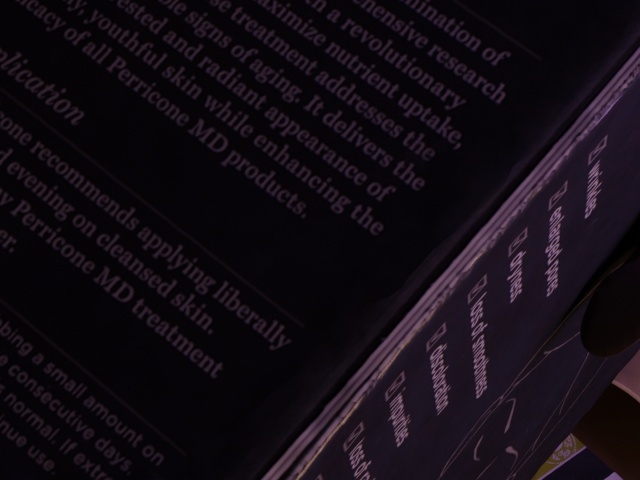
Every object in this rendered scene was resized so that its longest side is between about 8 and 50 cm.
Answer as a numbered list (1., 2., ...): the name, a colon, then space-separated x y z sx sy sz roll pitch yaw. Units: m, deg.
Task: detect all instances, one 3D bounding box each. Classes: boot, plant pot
1. boot: 0.189 0.021 1.083 0.106 0.037 0.114 -53 166 6
2. plant pot: 0.335 0.156 2.275 0.274 0.256 0.256 -55 170 -45

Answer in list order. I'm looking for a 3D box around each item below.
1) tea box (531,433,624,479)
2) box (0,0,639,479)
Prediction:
1. tea box: 0.095 0.307 1.851 0.220 0.323 0.329 -28 152 -45
2. box: 0.000 0.000 1.090 0.472 0.297 0.480 -47 161 -13
